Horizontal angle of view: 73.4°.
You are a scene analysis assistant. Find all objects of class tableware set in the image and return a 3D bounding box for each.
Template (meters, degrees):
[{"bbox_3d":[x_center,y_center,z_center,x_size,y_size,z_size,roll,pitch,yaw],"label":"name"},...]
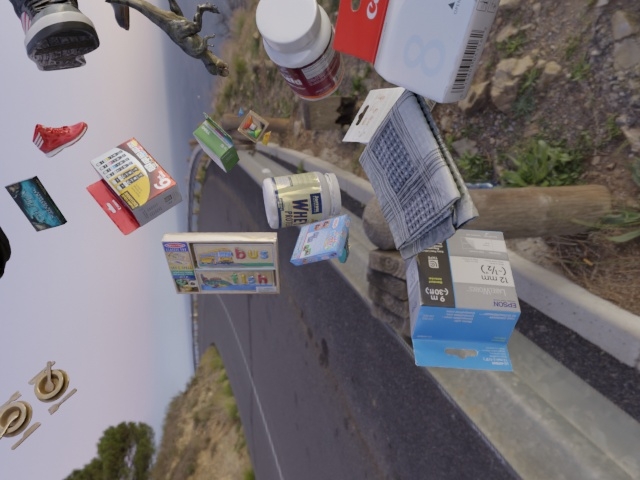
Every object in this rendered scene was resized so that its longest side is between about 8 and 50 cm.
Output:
[{"bbox_3d":[-0.737,0.407,1.091,0.128,0.194,0.039,34,157,24],"label":"tableware set"}]

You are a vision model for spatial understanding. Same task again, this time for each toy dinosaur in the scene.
[{"bbox_3d":[-0.287,-0.458,0.895,0.118,0.268,0.064,-59,28,2],"label":"toy dinosaur"}]

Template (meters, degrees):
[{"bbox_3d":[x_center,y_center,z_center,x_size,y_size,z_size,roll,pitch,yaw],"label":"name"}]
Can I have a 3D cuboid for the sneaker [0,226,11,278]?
[{"bbox_3d":[-0.756,0.081,0.784,0.447,0.257,0.169,-62,17,12],"label":"sneaker"}]

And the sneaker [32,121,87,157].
[{"bbox_3d":[-1.118,-0.460,1.826,0.087,0.221,0.128,43,171,40],"label":"sneaker"}]

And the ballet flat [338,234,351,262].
[{"bbox_3d":[0.107,0.014,1.901,0.070,0.070,0.188,-123,23,-53],"label":"ballet flat"}]

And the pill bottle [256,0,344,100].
[{"bbox_3d":[-0.059,-0.645,1.433,0.392,0.224,0.224,21,-120,-76],"label":"pill bottle"}]

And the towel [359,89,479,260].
[{"bbox_3d":[0.199,-0.132,0.989,0.324,0.056,0.312,68,157,13],"label":"towel"}]

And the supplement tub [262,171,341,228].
[{"bbox_3d":[-0.087,-0.189,1.960,0.235,0.324,0.235,170,90,-80],"label":"supplement tub"}]

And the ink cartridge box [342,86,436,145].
[{"bbox_3d":[0.189,-0.335,1.188,0.232,0.066,0.189,17,76,57],"label":"ink cartridge box"}]

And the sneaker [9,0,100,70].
[{"bbox_3d":[-0.453,-0.398,0.716,0.295,0.123,0.178,16,123,54],"label":"sneaker"}]

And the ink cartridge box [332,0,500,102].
[{"bbox_3d":[0.153,-0.478,0.824,0.385,0.091,0.308,37,131,33],"label":"ink cartridge box"}]

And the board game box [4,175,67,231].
[{"bbox_3d":[-0.997,-0.126,1.507,0.026,0.126,0.186,-78,-28,-59],"label":"board game box"}]

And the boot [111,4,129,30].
[{"bbox_3d":[-0.529,-0.607,1.044,0.082,0.106,0.219,-43,60,61],"label":"boot"}]

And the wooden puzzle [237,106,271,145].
[{"bbox_3d":[-0.197,-0.336,1.272,0.079,0.116,0.014,-62,14,5],"label":"wooden puzzle"}]

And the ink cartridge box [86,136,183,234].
[{"bbox_3d":[-0.766,-0.219,1.727,0.309,0.272,0.130,44,157,17],"label":"ink cartridge box"}]

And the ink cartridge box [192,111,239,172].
[{"bbox_3d":[-0.306,-0.281,1.258,0.109,0.062,0.209,44,173,0],"label":"ink cartridge box"}]

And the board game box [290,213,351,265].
[{"bbox_3d":[0.000,0.000,1.521,0.211,0.039,0.160,-14,46,39],"label":"board game box"}]

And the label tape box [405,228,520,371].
[{"bbox_3d":[0.355,0.138,1.087,0.115,0.249,0.348,98,175,-55],"label":"label tape box"}]

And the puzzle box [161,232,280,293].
[{"bbox_3d":[-0.355,0.089,1.597,0.052,0.408,0.272,-91,0,-51],"label":"puzzle box"}]
